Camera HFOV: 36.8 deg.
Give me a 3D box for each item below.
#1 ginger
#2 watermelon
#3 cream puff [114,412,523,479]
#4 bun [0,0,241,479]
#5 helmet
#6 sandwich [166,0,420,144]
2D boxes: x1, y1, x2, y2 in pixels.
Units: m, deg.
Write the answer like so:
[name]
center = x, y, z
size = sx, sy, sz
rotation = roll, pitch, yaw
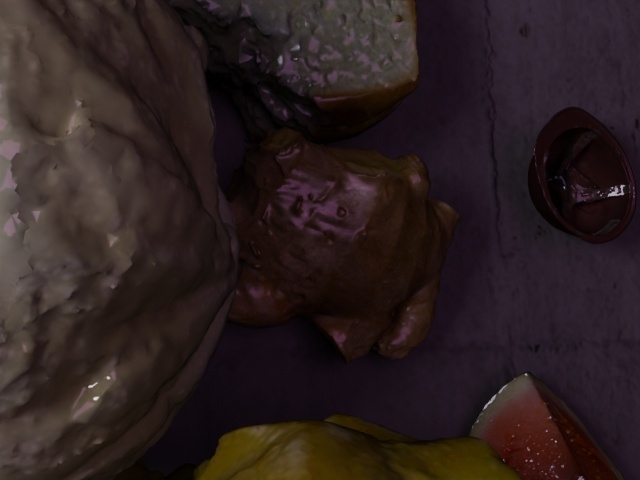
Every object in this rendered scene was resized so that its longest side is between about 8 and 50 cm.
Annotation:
[ginger]
center = 0.000, 0.000, 0.672
size = 0.216, 0.102, 0.157
rotation = 14, 108, -26
[watermelon]
center = 0.166, 0.181, 0.715
size = 0.135, 0.094, 0.125
rotation = -45, 107, -17
[cream puff]
center = -0.023, 0.238, 0.529
size = 0.378, 0.275, 0.378
rotation = -10, 123, -16
[bun]
center = -0.166, -0.044, 0.502
size = 0.227, 0.352, 0.349
rotation = -17, 126, -13
[helmet]
center = 0.200, -0.049, 0.784
size = 0.089, 0.057, 0.111
rotation = -36, 100, -20
[sandwich]
center = -0.080, -0.182, 0.671
size = 0.288, 0.099, 0.254
rotation = -11, 85, -24
